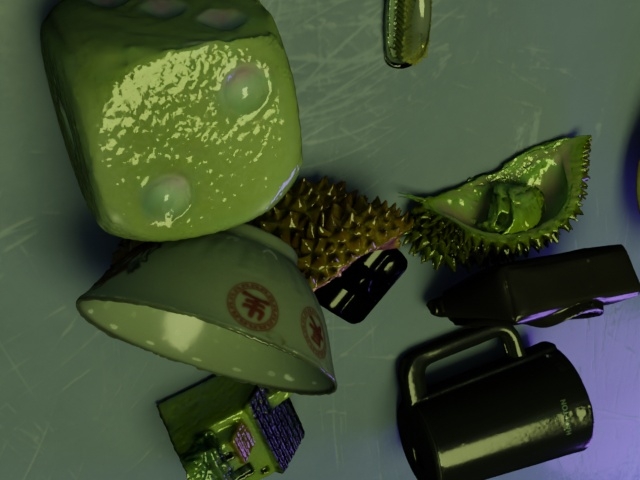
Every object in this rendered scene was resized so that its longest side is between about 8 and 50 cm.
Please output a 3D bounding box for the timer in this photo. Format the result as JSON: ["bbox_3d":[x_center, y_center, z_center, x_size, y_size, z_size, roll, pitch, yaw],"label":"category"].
[{"bbox_3d":[0.039,0.046,1.521,0.187,0.055,0.144,32,103,-38],"label":"timer"}]

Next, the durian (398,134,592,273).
[{"bbox_3d":[0.292,-0.046,1.586,0.356,0.157,0.169,-19,91,-16],"label":"durian"}]

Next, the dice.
[{"bbox_3d":[-0.179,-0.162,1.146,0.250,0.252,0.254,-18,127,-18],"label":"dice"}]

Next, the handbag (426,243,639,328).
[{"bbox_3d":[0.349,0.090,1.609,0.285,0.257,0.113,-8,83,-28],"label":"handbag"}]

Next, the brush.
[{"bbox_3d":[0.127,-0.360,1.301,0.068,0.060,0.296,-13,125,-17],"label":"brush"}]

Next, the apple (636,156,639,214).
[{"bbox_3d":[0.668,-0.119,1.666,0.254,0.179,0.346,-6,125,-10],"label":"apple"}]

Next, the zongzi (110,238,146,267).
[{"bbox_3d":[-0.181,0.004,1.341,0.195,0.099,0.197,3,124,-29],"label":"zongzi"}]

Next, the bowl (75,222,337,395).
[{"bbox_3d":[-0.119,0.069,1.214,0.337,0.337,0.157,33,67,-38],"label":"bowl"}]

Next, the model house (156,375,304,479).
[{"bbox_3d":[-0.116,0.317,1.544,0.211,0.170,0.193,-28,127,-9],"label":"model house"}]

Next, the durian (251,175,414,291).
[{"bbox_3d":[-0.001,-0.011,1.381,0.260,0.186,0.153,-44,172,-33],"label":"durian"}]

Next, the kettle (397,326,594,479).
[{"bbox_3d":[0.309,0.305,1.742,0.308,0.203,0.262,-15,128,-15],"label":"kettle"}]
